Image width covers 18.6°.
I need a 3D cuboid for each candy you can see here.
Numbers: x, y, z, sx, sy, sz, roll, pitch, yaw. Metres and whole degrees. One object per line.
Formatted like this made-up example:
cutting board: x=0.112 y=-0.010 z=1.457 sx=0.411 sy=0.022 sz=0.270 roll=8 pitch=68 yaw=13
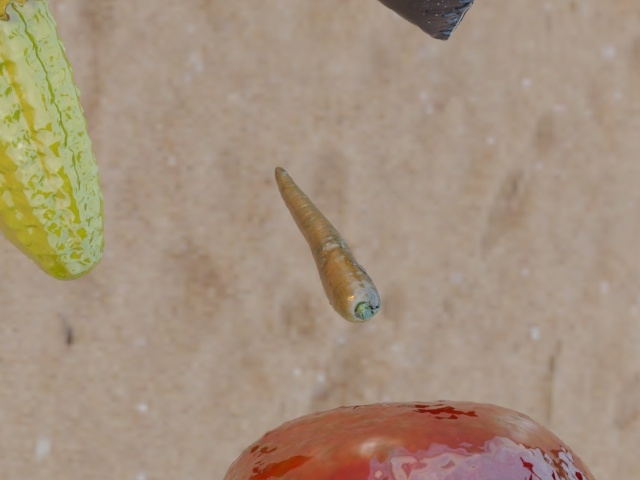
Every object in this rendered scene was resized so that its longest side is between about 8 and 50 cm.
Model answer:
candy: x=-0.196 y=-0.062 z=1.287 sx=0.094 sy=0.106 sz=0.198 roll=-30 pitch=112 yaw=-30

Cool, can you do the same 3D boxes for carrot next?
carrot: x=0.000 y=0.000 z=1.982 sx=0.049 sy=0.254 sz=0.049 roll=-14 pitch=132 yaw=-16

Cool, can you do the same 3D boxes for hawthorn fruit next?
hawthorn fruit: x=0.079 y=0.210 z=1.104 sx=0.254 sy=0.300 sz=0.254 roll=-7 pitch=90 yaw=-75

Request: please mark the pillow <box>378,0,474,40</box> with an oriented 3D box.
pillow: x=0.121 y=-0.298 z=2.013 sx=0.141 sy=0.208 sz=0.055 roll=39 pitch=51 yaw=2
